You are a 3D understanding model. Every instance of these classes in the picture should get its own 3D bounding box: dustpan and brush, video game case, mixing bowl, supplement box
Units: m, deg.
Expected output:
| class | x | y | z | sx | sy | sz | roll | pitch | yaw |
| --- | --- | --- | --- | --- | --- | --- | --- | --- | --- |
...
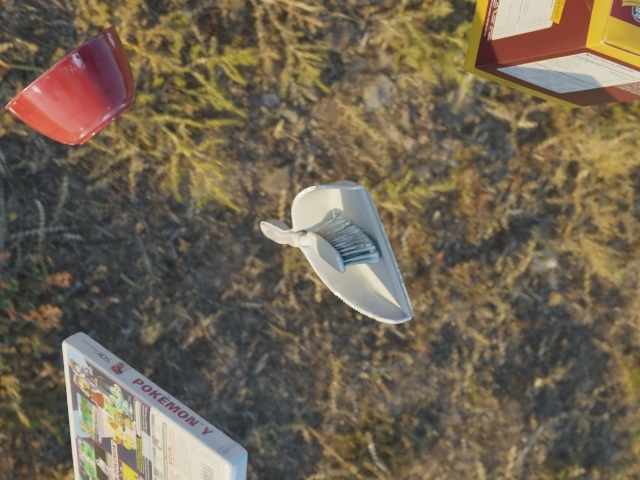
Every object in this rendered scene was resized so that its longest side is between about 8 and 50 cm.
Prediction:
| class | x | y | z | sx | sy | sz | roll | pitch | yaw |
| --- | --- | --- | --- | --- | --- | --- | --- | --- | --- |
| dustpan and brush | 0.000 | 0.000 | 1.057 | 0.060 | 0.211 | 0.147 | -27 | 113 | -14 |
| video game case | -0.128 | 0.191 | 0.836 | 0.023 | 0.183 | 0.201 | -31 | 138 | -40 |
| mixing bowl | -0.311 | -0.191 | 1.426 | 0.181 | 0.181 | 0.098 | -41 | 101 | -14 |
| supplement box | 0.246 | -0.228 | 0.926 | 0.129 | 0.194 | 0.191 | 14 | 86 | -26 |
